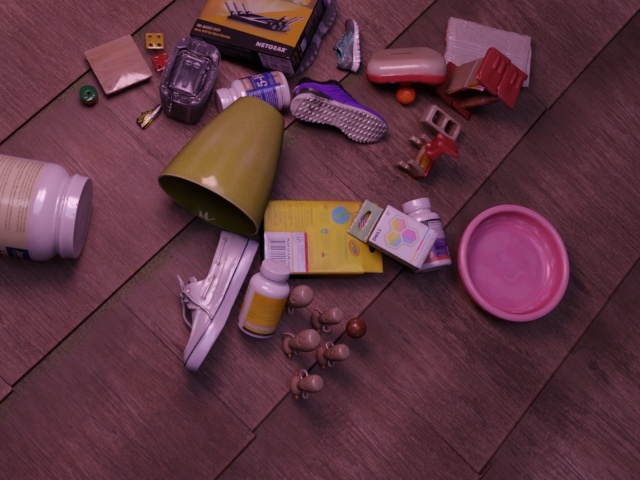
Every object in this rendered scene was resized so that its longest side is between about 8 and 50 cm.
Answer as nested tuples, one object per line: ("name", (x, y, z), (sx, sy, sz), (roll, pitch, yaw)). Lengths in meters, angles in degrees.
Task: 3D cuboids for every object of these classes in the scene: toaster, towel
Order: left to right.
("toaster", (-0.348, -0.409, 1.731), (0.129, 0.146, 0.227), (18, 73, -7))
("towel", (0.512, -0.571, 2.011), (0.282, 0.049, 0.187), (12, 74, -8))

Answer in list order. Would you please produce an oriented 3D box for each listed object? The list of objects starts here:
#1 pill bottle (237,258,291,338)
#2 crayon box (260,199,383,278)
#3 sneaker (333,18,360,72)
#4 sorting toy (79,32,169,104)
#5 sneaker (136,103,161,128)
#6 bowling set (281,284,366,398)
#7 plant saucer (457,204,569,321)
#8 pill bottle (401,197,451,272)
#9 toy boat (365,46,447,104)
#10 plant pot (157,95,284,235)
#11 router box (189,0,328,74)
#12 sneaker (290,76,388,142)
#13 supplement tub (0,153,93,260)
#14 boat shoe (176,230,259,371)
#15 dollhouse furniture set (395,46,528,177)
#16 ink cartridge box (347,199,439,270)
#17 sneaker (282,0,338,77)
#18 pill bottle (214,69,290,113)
("pill bottle", (-0.136, 0.144, 1.631), (0.103, 0.103, 0.184), (17, 111, -8))
("crayon box", (0.000, 0.000, 1.747), (0.319, 0.081, 0.202), (1, 77, -12))
("sneaker", (0.074, -0.571, 1.908), (0.076, 0.065, 0.166), (0, 76, -9))
("sorting toy", (-0.531, -0.467, 1.756), (0.275, 0.046, 0.132), (-28, 84, -16))
("sneaker", (-0.458, -0.338, 1.750), (0.035, 0.031, 0.083), (38, 72, -1))
("bowling set", (0.005, 0.256, 1.677), (0.200, 0.154, 0.287), (4, 74, -31))
("plant saucer", (0.534, 0.067, 1.849), (0.332, 0.084, 0.332), (3, 76, -13))
("pill bottle", (0.285, -0.014, 1.799), (0.108, 0.108, 0.193), (-11, 79, -15))
("toy boat", (0.248, -0.465, 1.887), (0.231, 0.151, 0.151), (1, 35, 14))
("plant pot", (-0.214, -0.207, 1.646), (0.275, 0.275, 0.293), (28, 73, -5))
("router box", (-0.166, -0.604, 1.792), (0.309, 0.081, 0.242), (18, 73, 16))
("sneaker", (0.060, -0.383, 1.840), (0.293, 0.102, 0.146), (18, 48, -20))
("supplement tub", (-0.719, -0.079, 1.527), (0.325, 0.235, 0.235), (10, 75, -10))
("boat shoe", (-0.290, 0.133, 1.626), (0.157, 0.136, 0.367), (25, 70, -6))
("dollhouse furniture set", (0.397, -0.336, 1.845), (0.152, 0.201, 0.374), (32, 78, -25))
("ink cartridge box", (0.189, -0.019, 1.705), (0.209, 0.062, 0.109), (30, 81, 0))
("sneaker", (-0.061, -0.588, 1.880), (0.115, 0.105, 0.281), (24, 75, 29))
("pill bottle", (-0.186, -0.389, 1.780), (0.187, 0.112, 0.112), (-19, 82, -16))
